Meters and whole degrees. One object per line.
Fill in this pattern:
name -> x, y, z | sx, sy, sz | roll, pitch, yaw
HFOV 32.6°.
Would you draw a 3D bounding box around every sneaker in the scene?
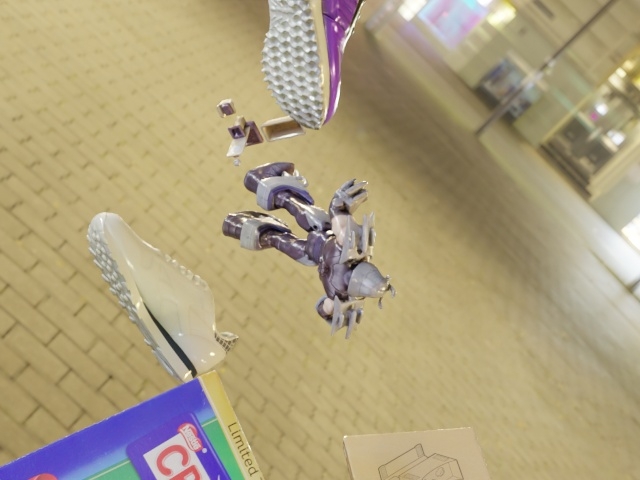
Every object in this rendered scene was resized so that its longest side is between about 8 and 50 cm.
sneaker -> -0.189, 0.057, 1.297 | 0.090, 0.095, 0.235 | 20, -37, 62
sneaker -> 0.011, -0.272, 1.263 | 0.146, 0.293, 0.102 | -32, 44, -34

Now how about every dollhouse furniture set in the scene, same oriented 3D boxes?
dollhouse furniture set -> -0.088, -0.158, 1.595 | 0.081, 0.114, 0.091 | -77, 149, -45

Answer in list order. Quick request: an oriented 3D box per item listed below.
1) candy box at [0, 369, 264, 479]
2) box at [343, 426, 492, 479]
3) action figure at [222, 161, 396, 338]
candy box -> -0.201, 0.321, 1.113 | 0.317, 0.122, 0.268 | -23, 83, -29
box -> 0.144, 0.340, 1.580 | 0.201, 0.021, 0.164 | -2, 36, -10
action figure -> 0.000, 0.000, 1.331 | 0.099, 0.185, 0.285 | -1, 26, -40
